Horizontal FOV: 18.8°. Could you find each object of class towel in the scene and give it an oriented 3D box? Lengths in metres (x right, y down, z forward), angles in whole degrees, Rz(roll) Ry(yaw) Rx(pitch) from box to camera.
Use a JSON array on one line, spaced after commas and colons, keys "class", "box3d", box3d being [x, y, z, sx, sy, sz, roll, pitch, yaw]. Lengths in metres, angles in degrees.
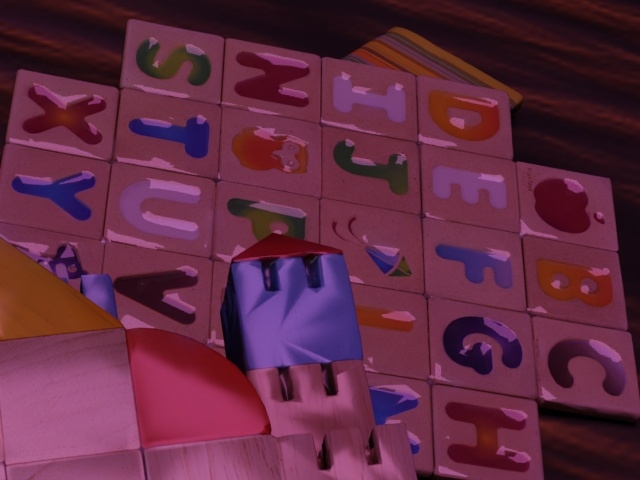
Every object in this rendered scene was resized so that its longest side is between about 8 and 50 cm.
[{"class": "towel", "box3d": [0.010, -0.053, 1.109, 0.102, 0.021, 0.237, 32, 45, 25]}]

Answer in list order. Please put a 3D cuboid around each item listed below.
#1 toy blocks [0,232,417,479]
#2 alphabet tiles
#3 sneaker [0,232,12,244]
[{"class": "toy blocks", "box3d": [-0.113, 0.112, 0.704, 0.381, 0.191, 0.261, -5, 63, -11]}, {"class": "alphabet tiles", "box3d": [0.000, 0.000, 1.022, 0.342, 0.011, 0.285, 10, 46, -10]}, {"class": "sneaker", "box3d": [-0.261, 0.023, 0.865, 0.292, 0.110, 0.118, 18, 44, 23]}]
